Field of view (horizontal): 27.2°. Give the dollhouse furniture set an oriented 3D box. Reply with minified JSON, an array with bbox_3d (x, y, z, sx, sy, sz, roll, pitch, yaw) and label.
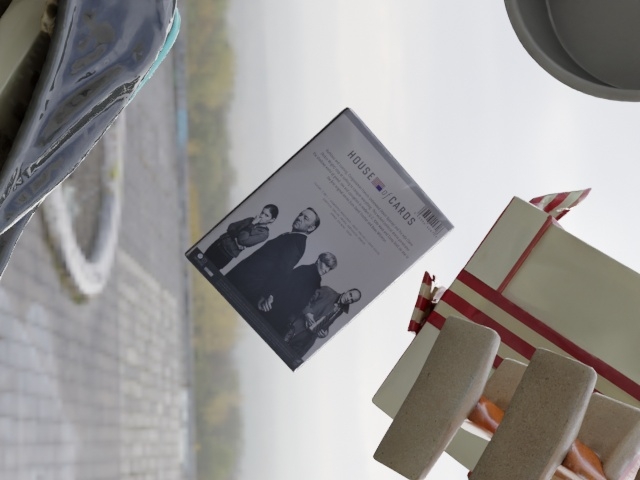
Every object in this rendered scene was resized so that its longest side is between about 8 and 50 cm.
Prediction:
[{"bbox_3d":[0.182,0.181,0.701,0.259,0.262,0.135,20,-104,55],"label":"dollhouse furniture set"}]

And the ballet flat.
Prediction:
[{"bbox_3d":[-0.153,-0.012,0.468,0.280,0.095,0.096,-63,149,-13],"label":"ballet flat"}]

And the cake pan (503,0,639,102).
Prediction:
[{"bbox_3d":[0.294,-0.248,1.109,0.054,0.293,0.293,23,60,-54],"label":"cake pan"}]

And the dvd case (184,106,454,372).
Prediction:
[{"bbox_3d":[0.000,0.000,1.433,0.179,0.238,0.029,48,0,-10],"label":"dvd case"}]

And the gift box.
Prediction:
[{"bbox_3d":[0.236,0.118,1.186,0.276,0.258,0.255,-53,142,-5],"label":"gift box"}]
